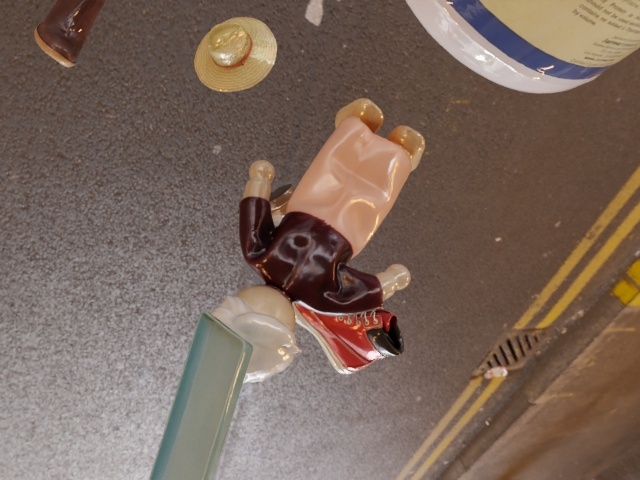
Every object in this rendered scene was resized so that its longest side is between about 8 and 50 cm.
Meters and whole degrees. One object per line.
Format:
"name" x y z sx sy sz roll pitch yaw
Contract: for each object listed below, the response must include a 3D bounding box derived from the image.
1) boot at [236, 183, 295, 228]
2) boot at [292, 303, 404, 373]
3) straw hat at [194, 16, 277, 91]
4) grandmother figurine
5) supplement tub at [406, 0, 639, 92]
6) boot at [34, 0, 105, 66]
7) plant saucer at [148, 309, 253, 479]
"boot" -0.135 -0.070 1.227 0.112 0.305 0.115 -45 112 -22
"boot" 0.042 0.126 0.843 0.244 0.088 0.176 51 133 -3
"straw hat" -0.147 -0.314 0.728 0.144 0.145 0.061 -28 166 3
"grandmother figurine" 0.000 0.000 0.487 0.342 0.207 0.104 -55 169 -27
"supplement tub" 0.201 -0.257 0.239 0.228 0.229 0.316 3 161 -24
"boot" -0.530 -0.512 1.003 0.207 0.248 0.090 -40 139 14
"plant saucer" -0.099 0.155 0.354 0.018 0.067 0.192 13 95 -45
